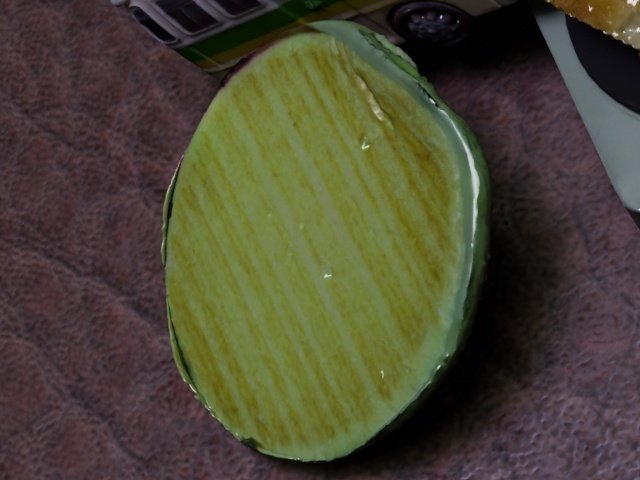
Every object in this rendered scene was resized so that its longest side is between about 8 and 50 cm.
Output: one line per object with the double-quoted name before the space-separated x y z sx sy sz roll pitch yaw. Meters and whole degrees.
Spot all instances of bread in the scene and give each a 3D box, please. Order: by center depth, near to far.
"bread" -0.002 0.006 1.277 0.301 0.045 0.301 -10 76 44

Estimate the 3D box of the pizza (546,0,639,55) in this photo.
"pizza" 0.226 -0.179 1.171 0.197 0.058 0.292 -29 71 40

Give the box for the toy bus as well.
"toy bus" 0.005 -0.217 1.314 0.305 0.179 0.143 -15 55 44

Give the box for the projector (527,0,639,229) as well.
"projector" 0.277 -0.155 1.241 0.259 0.079 0.257 -28 56 13
